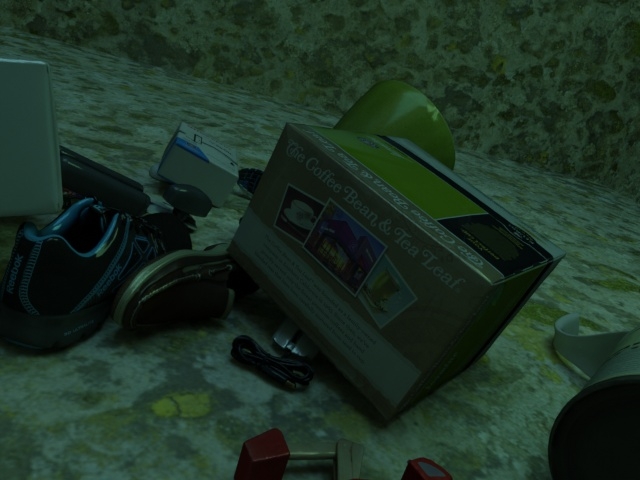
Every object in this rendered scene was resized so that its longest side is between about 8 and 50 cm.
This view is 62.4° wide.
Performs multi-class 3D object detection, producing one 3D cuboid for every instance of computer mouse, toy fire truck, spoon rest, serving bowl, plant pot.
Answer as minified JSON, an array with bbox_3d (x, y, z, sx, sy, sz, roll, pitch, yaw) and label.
[{"bbox_3d":[-0.028,0.127,0.714,0.106,0.042,0.193,23,22,17],"label":"computer mouse"},{"bbox_3d":[0.031,0.231,0.499,0.192,0.047,0.135,2,25,-35],"label":"toy fire truck"},{"bbox_3d":[0.465,0.189,0.844,0.084,0.137,0.276,-3,11,-12],"label":"spoon rest"},{"bbox_3d":[-0.341,-0.156,1.190,0.083,0.027,0.083,15,21,-6],"label":"serving bowl"},{"bbox_3d":[0.096,-0.162,1.174,0.293,0.274,0.275,-38,49,-21],"label":"plant pot"}]

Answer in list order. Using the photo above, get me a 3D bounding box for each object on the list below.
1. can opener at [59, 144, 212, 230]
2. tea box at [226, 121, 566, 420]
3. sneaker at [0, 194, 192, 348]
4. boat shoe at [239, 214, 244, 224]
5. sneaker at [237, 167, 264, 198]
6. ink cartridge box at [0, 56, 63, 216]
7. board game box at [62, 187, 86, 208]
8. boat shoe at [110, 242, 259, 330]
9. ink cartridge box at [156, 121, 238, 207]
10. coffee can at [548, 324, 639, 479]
[{"bbox_3d":[-0.306,-0.092,0.885,0.283,0.095,0.076,30,12,-49],"label":"can opener"},{"bbox_3d":[0.111,0.016,0.754,0.329,0.220,0.324,43,27,27],"label":"tea box"},{"bbox_3d":[-0.261,0.010,0.694,0.125,0.139,0.341,19,21,7],"label":"sneaker"},{"bbox_3d":[-0.128,-0.009,0.963,0.040,0.049,0.142,4,27,-28],"label":"boat shoe"},{"bbox_3d":[-0.107,-0.121,1.239,0.191,0.071,0.083,20,14,-15],"label":"sneaker"},{"bbox_3d":[-0.483,-0.120,0.627,0.279,0.160,0.385,-7,12,-31],"label":"ink cartridge box"},{"bbox_3d":[-0.502,-0.107,0.954,0.260,0.030,0.136,14,20,-7],"label":"board game box"},{"bbox_3d":[-0.157,0.064,0.709,0.095,0.095,0.257,30,24,15],"label":"boat shoe"},{"bbox_3d":[-0.264,-0.171,1.159,0.148,0.086,0.203,28,17,-22],"label":"ink cartridge box"},{"bbox_3d":[0.408,0.214,0.607,0.202,0.201,0.275,31,26,32],"label":"coffee can"}]
